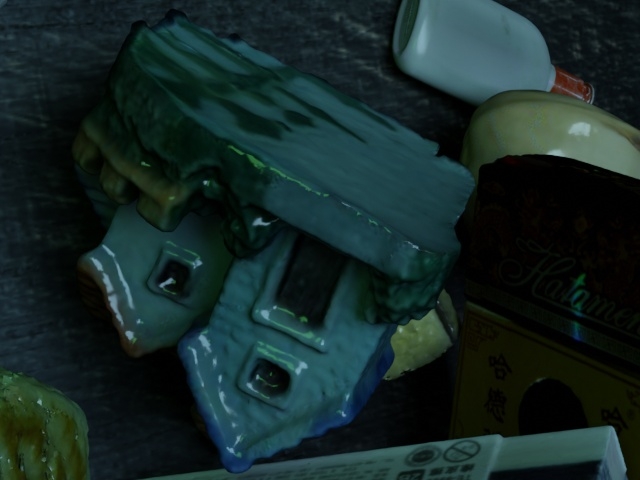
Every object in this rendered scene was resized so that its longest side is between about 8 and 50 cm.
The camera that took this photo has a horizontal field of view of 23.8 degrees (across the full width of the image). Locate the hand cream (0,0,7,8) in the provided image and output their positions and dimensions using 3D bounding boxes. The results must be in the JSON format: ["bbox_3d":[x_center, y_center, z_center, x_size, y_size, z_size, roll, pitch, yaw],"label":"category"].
[{"bbox_3d":[-0.364,-0.145,1.153,0.336,0.076,0.121,-38,103,-22],"label":"hand cream"}]

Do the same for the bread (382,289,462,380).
[{"bbox_3d":[0.000,0.000,1.331,0.266,0.178,0.142,61,28,-14],"label":"bread"}]

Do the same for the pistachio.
[{"bbox_3d":[0.251,-0.032,1.437,0.299,0.187,0.187,29,70,-25],"label":"pistachio"}]

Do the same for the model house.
[{"bbox_3d":[-0.075,0.040,1.186,0.295,0.329,0.252,28,25,3],"label":"model house"}]

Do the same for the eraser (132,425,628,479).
[{"bbox_3d":[0.030,0.222,1.156,0.098,0.404,0.096,-56,133,-59],"label":"eraser"}]

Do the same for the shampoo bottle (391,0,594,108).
[{"bbox_3d":[0.172,-0.176,1.481,0.221,0.051,0.108,21,71,-27],"label":"shampoo bottle"}]

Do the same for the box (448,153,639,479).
[{"bbox_3d":[0.227,0.155,1.241,0.116,0.264,0.415,-4,107,-33],"label":"box"}]

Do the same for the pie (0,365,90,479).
[{"bbox_3d":[-0.283,0.288,1.010,0.418,0.180,0.395,-28,129,-62],"label":"pie"}]
